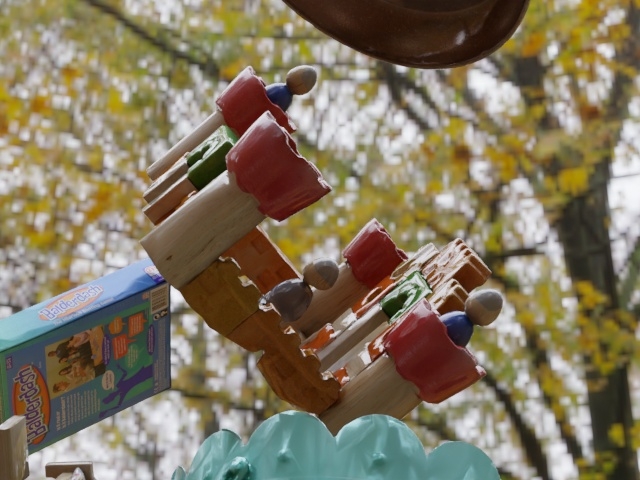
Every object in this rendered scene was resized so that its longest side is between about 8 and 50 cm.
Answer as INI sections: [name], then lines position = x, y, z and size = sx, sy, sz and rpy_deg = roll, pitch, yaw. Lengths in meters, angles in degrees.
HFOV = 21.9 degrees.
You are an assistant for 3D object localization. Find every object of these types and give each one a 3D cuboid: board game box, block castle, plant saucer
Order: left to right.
[board game box]
position = -0.254, 0.126, 1.740
size = 0.210, 0.047, 0.160
rpy_deg = -24, -45, -33
[block castle]
position = 0.000, 0.000, 1.565
size = 0.213, 0.453, 0.303
rpy_deg = -39, -78, 3
[plant saucer]
position = 0.037, -0.267, 1.255
size = 0.310, 0.050, 0.310
rpy_deg = 28, -32, 19

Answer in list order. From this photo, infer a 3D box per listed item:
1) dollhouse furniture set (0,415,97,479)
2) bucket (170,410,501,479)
[dollhouse furniture set]
position = -0.146, 0.288, 1.366
size = 0.174, 0.303, 0.355
rpy_deg = -3, -82, 7
[bucket]
position = 0.016, 0.260, 1.053
size = 0.281, 0.183, 0.281
rpy_deg = 6, -41, 5
